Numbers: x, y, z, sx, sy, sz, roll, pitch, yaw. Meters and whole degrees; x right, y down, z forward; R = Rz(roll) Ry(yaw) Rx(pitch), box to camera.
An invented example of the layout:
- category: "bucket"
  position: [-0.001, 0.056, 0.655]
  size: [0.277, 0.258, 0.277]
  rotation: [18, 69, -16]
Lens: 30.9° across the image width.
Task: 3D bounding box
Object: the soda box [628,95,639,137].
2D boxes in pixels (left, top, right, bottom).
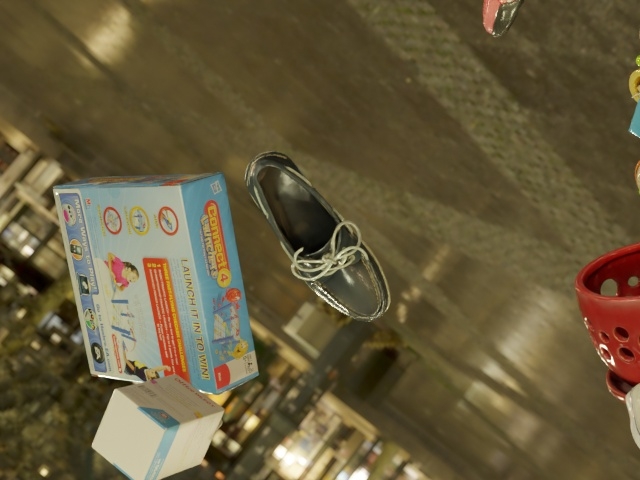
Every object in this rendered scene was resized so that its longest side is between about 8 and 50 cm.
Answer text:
- category: "soda box"
  position: [0.422, -0.097, 1.165]
  size: [0.210, 0.067, 0.071]
  rotation: [39, 141, 30]

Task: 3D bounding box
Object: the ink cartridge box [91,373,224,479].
- category: "ink cartridge box"
  position: [-0.199, 0.237, 1.471]
  size: [0.092, 0.089, 0.143]
  rotation: [32, -162, 25]

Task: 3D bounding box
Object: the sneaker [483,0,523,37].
- category: "sneaker"
  position: [0.221, -0.434, 1.562]
  size: [0.136, 0.313, 0.116]
  rotation: [4, -170, 12]

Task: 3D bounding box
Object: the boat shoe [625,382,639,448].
- category: "boat shoe"
  position: [0.311, 0.165, 1.072]
  size: [0.035, 0.035, 0.100]
  rotation: [26, -150, -11]

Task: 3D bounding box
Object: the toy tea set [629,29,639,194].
- category: "toy tea set"
  position: [0.551, -0.185, 1.816]
  size: [0.200, 0.124, 0.336]
  rotation: [0, 116, 63]

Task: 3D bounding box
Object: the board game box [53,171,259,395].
- category: "board game box"
  position: [-0.248, 0.058, 1.715]
  size: [0.302, 0.086, 0.308]
  rotation: [2, 105, 43]

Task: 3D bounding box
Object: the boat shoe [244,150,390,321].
- category: "boat shoe"
  position: [0.000, 0.000, 1.403]
  size: [0.254, 0.095, 0.079]
  rotation: [57, -177, -11]

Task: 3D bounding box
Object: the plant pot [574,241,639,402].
- category: "plant pot"
  position: [0.439, 0.107, 1.479]
  size: [0.191, 0.191, 0.174]
  rotation: [21, 134, 65]
